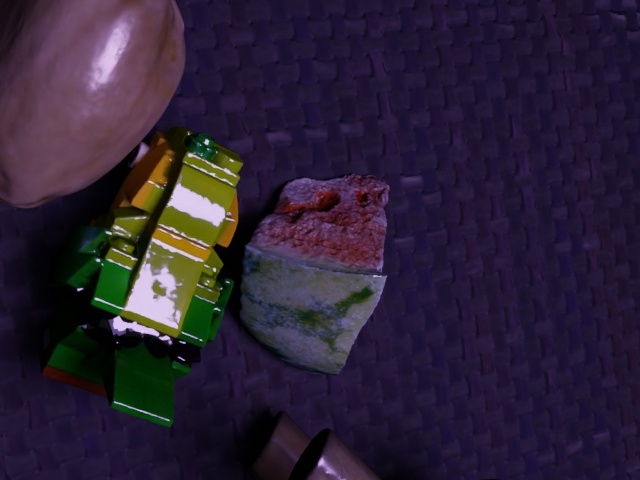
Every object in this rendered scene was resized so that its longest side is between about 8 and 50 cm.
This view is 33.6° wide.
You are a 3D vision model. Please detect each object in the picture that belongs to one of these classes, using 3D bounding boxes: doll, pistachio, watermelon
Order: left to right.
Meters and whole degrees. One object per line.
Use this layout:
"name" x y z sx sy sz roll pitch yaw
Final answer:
"pistachio" -0.153 -0.105 0.655 0.126 0.108 0.185 23 87 -2
"doll" -0.105 0.017 0.661 0.106 0.134 0.186 25 73 -24
"watermelon" 0.001 0.003 0.735 0.098 0.121 0.158 23 75 -4

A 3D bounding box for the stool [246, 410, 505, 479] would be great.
"stool" 0.013 0.244 0.671 0.178 0.272 0.272 31 76 -8
